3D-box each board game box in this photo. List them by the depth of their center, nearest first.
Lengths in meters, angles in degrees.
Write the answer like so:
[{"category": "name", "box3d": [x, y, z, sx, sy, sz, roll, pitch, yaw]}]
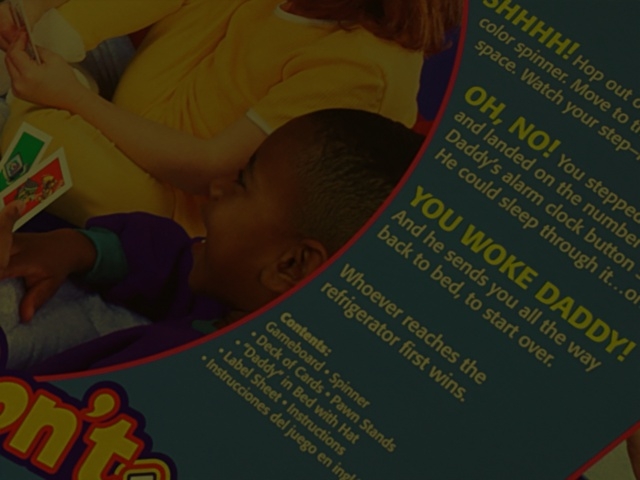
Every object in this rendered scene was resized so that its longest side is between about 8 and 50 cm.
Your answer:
[{"category": "board game box", "box3d": [0.000, 0.000, 0.362, 0.347, 0.233, 0.078, 38, 163, 19]}]
